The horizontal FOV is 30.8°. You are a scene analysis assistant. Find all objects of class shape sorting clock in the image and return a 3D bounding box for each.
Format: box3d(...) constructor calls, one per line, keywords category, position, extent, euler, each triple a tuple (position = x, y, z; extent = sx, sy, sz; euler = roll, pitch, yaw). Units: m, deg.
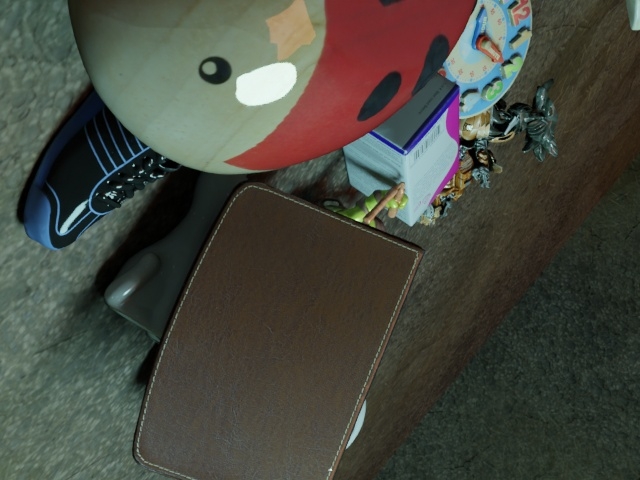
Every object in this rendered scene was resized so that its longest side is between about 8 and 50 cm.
box3d(category="shape sorting clock", position=(0.200, -0.255, 1.492), extent=(0.206, 0.040, 0.206), euler=(-20, 121, -37))

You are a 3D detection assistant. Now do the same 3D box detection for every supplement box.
box3d(category="supplement box", position=(0.102, -0.127, 1.466), extent=(0.111, 0.114, 0.220), euler=(-50, 159, -15))

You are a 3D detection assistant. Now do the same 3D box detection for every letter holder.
box3d(category="letter holder", position=(-0.061, 0.104, 1.205), extent=(0.152, 0.214, 0.302), euler=(-159, -90, -77))

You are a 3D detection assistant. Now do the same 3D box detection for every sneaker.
box3d(category="sneaker", position=(-0.156, -0.079, 0.972), extent=(0.232, 0.090, 0.081), euler=(-56, 161, 6))

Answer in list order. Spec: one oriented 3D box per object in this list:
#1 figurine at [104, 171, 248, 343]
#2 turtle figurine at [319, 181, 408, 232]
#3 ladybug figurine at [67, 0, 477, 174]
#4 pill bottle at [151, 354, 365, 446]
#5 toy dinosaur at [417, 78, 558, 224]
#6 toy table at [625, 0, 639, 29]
box3d(category="figurine", position=(-0.122, 0.015, 1.247), extent=(0.209, 0.092, 0.215), euler=(-59, 161, -10))
box3d(category="turtle figurine", position=(0.000, 0.000, 1.487), extent=(0.269, 0.087, 0.217), euler=(-37, 167, 8))
box3d(category="ladybug figurine", position=(0.000, -0.206, 0.885), extent=(0.449, 0.162, 0.305), euler=(-33, 124, -54))
box3d(category="pill bottle", position=(-0.061, 0.199, 1.498), extent=(0.204, 0.204, 0.361), euler=(-54, 161, -1))
box3d(category="toy dinosaur", position=(0.223, -0.169, 1.645), extent=(0.218, 0.164, 0.322), euler=(-13, 151, -41))
box3d(category="toy table", position=(0.421, -0.431, 1.542), extent=(0.161, 0.252, 0.274), euler=(79, 16, -77))
